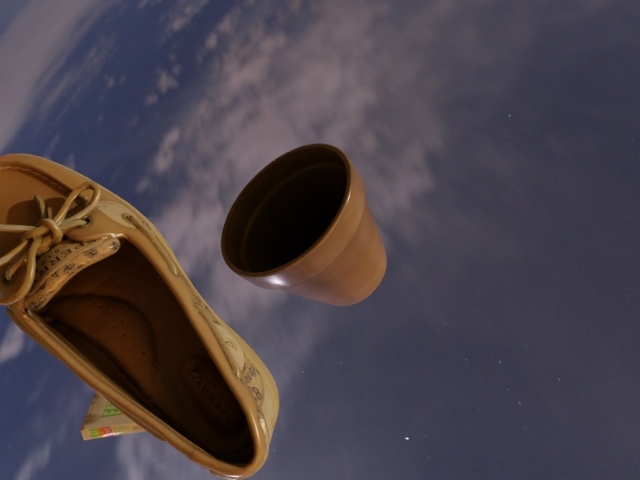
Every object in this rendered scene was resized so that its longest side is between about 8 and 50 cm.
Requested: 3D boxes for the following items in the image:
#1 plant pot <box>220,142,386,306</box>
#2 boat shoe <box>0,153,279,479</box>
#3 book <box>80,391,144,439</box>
[{"bbox_3d":[0.000,0.000,0.983,0.324,0.280,0.322,-23,-134,27],"label":"plant pot"},{"bbox_3d":[-0.136,0.039,0.307,0.285,0.089,0.104,41,-103,0],"label":"boat shoe"},{"bbox_3d":[-0.246,0.230,0.641,0.145,0.035,0.096,-7,-158,-6],"label":"book"}]
